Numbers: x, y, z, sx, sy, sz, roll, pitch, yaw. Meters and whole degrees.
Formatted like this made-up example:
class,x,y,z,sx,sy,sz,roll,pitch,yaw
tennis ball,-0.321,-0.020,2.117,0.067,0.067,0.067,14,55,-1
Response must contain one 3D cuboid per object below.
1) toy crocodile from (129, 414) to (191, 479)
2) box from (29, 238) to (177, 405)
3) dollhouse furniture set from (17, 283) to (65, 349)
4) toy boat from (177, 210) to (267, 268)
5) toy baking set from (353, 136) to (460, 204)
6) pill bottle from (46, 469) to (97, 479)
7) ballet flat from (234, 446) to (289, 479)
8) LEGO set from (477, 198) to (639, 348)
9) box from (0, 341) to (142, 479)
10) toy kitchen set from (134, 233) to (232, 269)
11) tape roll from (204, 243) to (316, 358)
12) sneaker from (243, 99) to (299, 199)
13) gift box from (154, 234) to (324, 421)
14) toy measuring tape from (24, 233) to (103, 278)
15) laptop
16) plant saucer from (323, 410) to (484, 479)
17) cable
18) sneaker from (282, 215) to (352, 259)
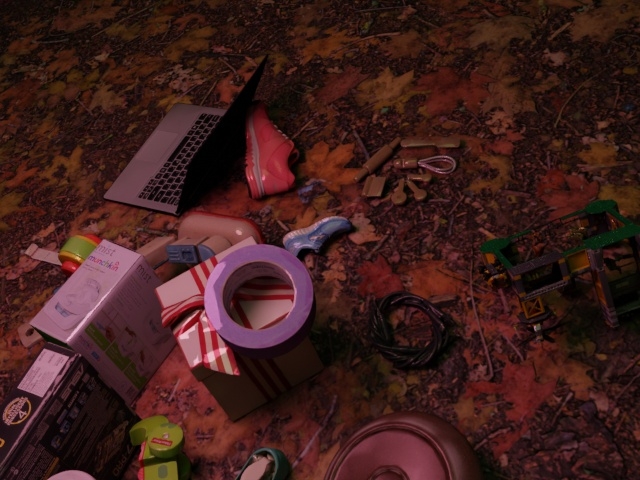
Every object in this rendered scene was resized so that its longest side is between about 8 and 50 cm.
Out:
class,x,y,z,sx,sy,sz,roll,pitch,yaw
toy crocodile,-0.284,0.447,1.366,0.105,0.115,0.340,-10,37,-10
box,-0.420,0.172,1.571,0.127,0.262,0.231,18,60,31
dollhouse furniture set,-0.608,0.180,1.718,0.129,0.129,0.183,-35,50,-11
toy boat,-0.210,-0.001,1.747,0.231,0.150,0.151,10,25,25
toy baking set,0.207,-0.172,1.800,0.197,0.030,0.256,30,66,32
pill bottle,-0.382,0.501,1.292,0.137,0.245,0.136,-10,49,12
ballet flat,-0.149,0.468,1.346,0.083,0.087,0.247,22,62,32
LEGO set,0.476,0.077,1.436,0.332,0.192,0.255,-23,18,-4
box,-0.492,0.427,1.345,0.097,0.318,0.394,11,57,26
toy kitchen set,-0.294,0.087,1.663,0.207,0.166,0.122,-2,22,31
tape roll,-0.103,0.107,1.328,0.189,0.080,0.188,-1,68,2
sneaker,-0.122,-0.231,1.928,0.136,0.115,0.313,-5,54,-1
gift box,-0.143,0.172,1.478,0.255,0.258,0.276,-33,48,-10
toy measuring tape,-0.624,0.029,1.861,0.330,0.121,0.121,13,57,28
laptop,-0.353,-0.282,1.944,0.408,0.236,0.381,12,56,27
plant saucer,0.119,0.424,1.258,0.311,0.050,0.310,-19,50,24
cable,0.170,0.175,1.516,0.150,0.047,0.184,-44,54,-12
sneaker,0.000,0.000,1.717,0.162,0.063,0.073,-23,65,5
